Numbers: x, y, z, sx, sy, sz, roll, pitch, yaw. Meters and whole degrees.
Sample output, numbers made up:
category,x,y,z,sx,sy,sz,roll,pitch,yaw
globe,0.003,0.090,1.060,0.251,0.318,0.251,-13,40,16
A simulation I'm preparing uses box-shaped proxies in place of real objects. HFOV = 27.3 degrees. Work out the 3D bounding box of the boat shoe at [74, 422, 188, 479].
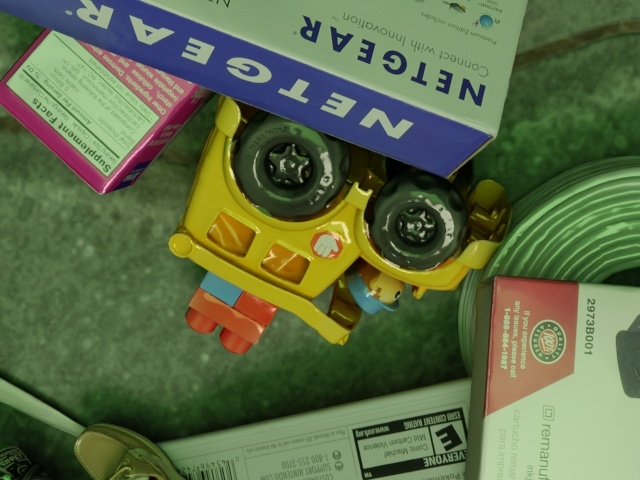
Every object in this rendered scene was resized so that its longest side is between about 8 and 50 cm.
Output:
category,x,y,z,sx,sy,sz,roll,pitch,yaw
boat shoe,-0.134,0.182,0.983,0.135,0.045,0.050,31,99,20

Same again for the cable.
category,x,y,z,sx,sy,sz,roll,pitch,yaw
cable,0.232,0.068,0.973,0.257,0.089,0.257,-14,96,5

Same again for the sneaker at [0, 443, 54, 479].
category,x,y,z,sx,sy,sz,roll,pitch,yaw
sneaker,-0.218,0.231,0.962,0.343,0.134,0.146,5,94,26

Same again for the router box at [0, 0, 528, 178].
category,x,y,z,sx,sy,sz,roll,pitch,yaw
router box,-0.019,-0.238,0.857,0.335,0.082,0.301,19,68,-11

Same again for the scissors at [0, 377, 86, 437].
category,x,y,z,sx,sy,sz,roll,pitch,yaw
scissors,-0.307,0.083,1.044,0.297,0.021,0.109,12,96,4

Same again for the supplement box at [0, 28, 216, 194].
category,x,y,z,sx,sy,sz,roll,pitch,yaw
supplement box,-0.117,-0.151,0.958,0.114,0.111,0.220,44,98,-2

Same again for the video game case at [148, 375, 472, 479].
category,x,y,z,sx,sy,sz,roll,pitch,yaw
video game case,0.004,0.276,0.971,0.329,0.036,0.300,-14,83,20

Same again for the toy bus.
category,x,y,z,sx,sy,sz,roll,pitch,yaw
toy bus,0.000,0.000,0.962,0.220,0.149,0.211,27,111,-2

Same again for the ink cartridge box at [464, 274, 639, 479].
category,x,y,z,sx,sy,sz,roll,pitch,yaw
ink cartridge box,0.219,0.119,0.864,0.237,0.100,0.172,5,84,0
